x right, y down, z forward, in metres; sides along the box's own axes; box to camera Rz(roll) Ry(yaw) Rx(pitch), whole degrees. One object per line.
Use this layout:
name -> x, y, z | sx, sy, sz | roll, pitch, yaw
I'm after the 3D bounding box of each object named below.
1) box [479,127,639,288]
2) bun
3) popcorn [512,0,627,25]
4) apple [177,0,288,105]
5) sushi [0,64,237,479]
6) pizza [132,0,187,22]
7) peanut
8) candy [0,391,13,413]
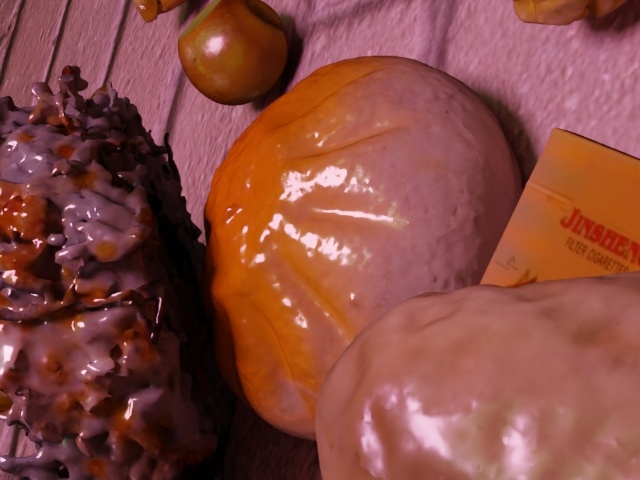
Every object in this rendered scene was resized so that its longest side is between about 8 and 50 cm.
box -> 0.149, 0.089, 0.716 | 0.174, 0.076, 0.274 | 36, 103, 57
bun -> 0.000, 0.000, 0.923 | 0.299, 0.165, 0.299 | -38, 42, 45
popcorn -> 0.163, -0.227, 0.831 | 0.148, 0.152, 0.167 | 105, 165, -57
apple -> -0.081, -0.189, 1.234 | 0.102, 0.099, 0.114 | -38, 16, 30
sushi -> -0.181, 0.057, 1.020 | 0.417, 0.176, 0.417 | -13, -90, -88
pizza -> -0.132, -0.430, 1.491 | 0.280, 0.075, 0.288 | -44, 37, 30
peanut -> 0.172, 0.106, 0.514 | 0.387, 0.169, 0.192 | 10, 37, 34
candy -> -0.350, 0.087, 1.494 | 0.260, 0.118, 0.260 | -30, 53, 51
